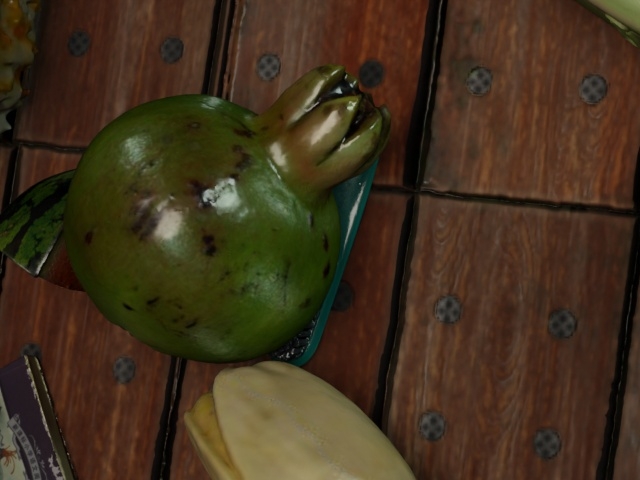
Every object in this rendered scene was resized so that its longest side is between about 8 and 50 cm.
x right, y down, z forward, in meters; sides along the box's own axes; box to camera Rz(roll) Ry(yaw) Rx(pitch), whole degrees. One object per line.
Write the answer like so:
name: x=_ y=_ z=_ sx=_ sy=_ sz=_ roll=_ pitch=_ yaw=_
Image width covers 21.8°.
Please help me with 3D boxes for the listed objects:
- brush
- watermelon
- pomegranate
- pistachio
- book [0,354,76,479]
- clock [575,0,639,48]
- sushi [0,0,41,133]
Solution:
brush: x=0.000 y=0.000 z=1.209 sx=0.043 sy=0.032 sz=0.193 roll=20 pitch=92 yaw=22
watermelon: x=-0.198 y=0.006 z=1.259 sx=0.125 sy=0.135 sz=0.094 roll=-18 pitch=113 yaw=15
pomegranate: x=-0.073 y=-0.019 z=1.150 sx=0.241 sy=0.159 sz=0.190 roll=-7 pitch=70 yaw=30
pistachio: x=-0.011 y=0.160 z=1.133 sx=0.117 sy=0.145 sz=0.200 roll=-45 pitch=65 yaw=11
book: x=-0.298 y=0.205 z=1.302 sx=0.231 sy=0.026 sz=0.157 roll=-26 pitch=75 yaw=17
clock: x=0.253 y=-0.290 z=1.107 sx=0.235 sy=0.096 sz=0.308 roll=40 pitch=100 yaw=27
sushi: x=-0.401 y=-0.230 z=1.321 sx=0.417 sy=0.176 sz=0.417 roll=-1 pitch=87 yaw=28
